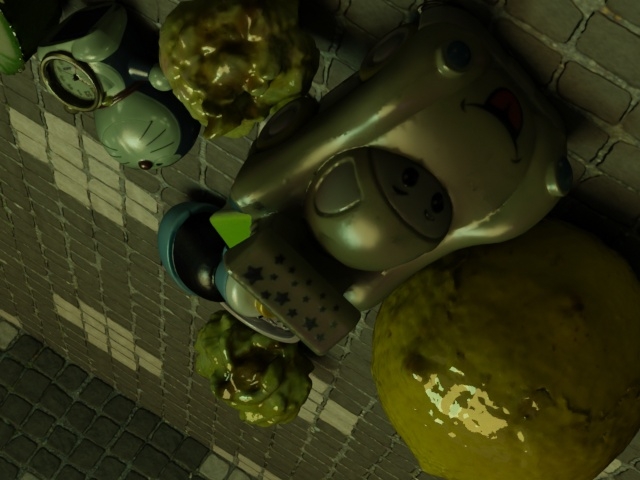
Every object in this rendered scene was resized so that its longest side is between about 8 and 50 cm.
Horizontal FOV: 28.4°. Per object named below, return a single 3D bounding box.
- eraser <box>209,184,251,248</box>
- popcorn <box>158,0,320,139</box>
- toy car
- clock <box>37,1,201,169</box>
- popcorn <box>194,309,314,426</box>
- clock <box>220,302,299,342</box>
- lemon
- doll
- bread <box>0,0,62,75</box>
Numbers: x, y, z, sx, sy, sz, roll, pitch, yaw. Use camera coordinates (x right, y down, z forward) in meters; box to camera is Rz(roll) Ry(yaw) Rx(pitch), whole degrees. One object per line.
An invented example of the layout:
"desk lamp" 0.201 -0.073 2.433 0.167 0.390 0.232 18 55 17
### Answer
"eraser" 0.000 0.000 1.824 0.274 0.092 0.210 -4 133 41
"popcorn" -0.095 -0.213 1.467 0.187 0.185 0.167 44 170 43
"toy car" 0.077 -0.058 1.359 0.336 0.226 0.242 -30 118 32
"clock" -0.267 -0.207 1.768 0.200 0.146 0.243 -8 130 37
"popcorn" -0.131 0.246 2.438 0.256 0.195 0.255 47 165 12
"clock" -0.102 0.100 2.262 0.197 0.068 0.197 28 157 13
"lemon" 0.228 0.143 1.538 0.350 0.349 0.387 33 153 3
"doll" -0.169 0.031 2.092 0.314 0.141 0.177 29 144 45
"bread" -0.494 -0.394 1.715 0.382 0.129 0.366 3 140 50
